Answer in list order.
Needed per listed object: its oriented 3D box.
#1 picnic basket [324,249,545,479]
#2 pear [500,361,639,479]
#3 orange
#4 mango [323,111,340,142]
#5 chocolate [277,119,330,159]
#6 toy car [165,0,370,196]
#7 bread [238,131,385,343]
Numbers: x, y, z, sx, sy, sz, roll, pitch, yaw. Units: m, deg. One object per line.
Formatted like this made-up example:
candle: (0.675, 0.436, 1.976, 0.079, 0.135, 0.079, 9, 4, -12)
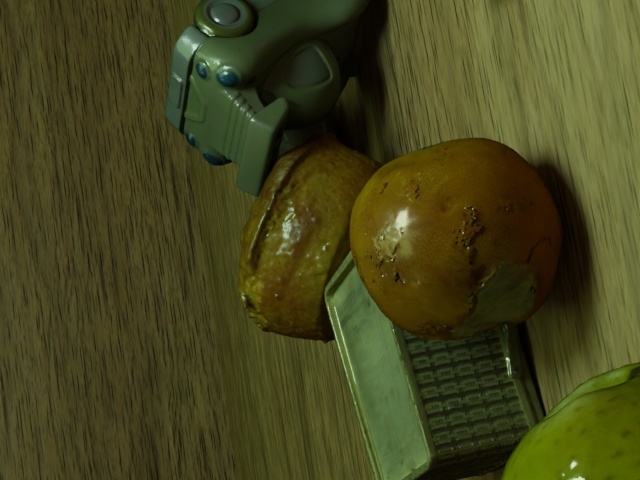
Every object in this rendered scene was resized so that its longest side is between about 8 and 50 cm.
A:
picnic basket: (0.144, 0.144, 1.676, 0.228, 0.175, 0.313, 123, 134, -64)
pear: (0.287, 0.285, 0.933, 0.418, 0.362, 0.362, 65, 160, 12)
orange: (0.150, 0.000, 1.481, 0.240, 0.240, 0.240, 174, 90, -74)
mango: (-0.041, -0.148, 2.269, 0.262, 0.130, 0.167, 101, 157, -57)
chocolate: (-0.038, -0.091, 2.114, 0.161, 0.083, 0.261, -16, 104, 39)
toy car: (-0.045, -0.254, 1.944, 0.226, 0.336, 0.242, 44, 148, 19)
bread: (0.003, -0.004, 1.907, 0.312, 0.172, 0.312, -53, -26, -41)
